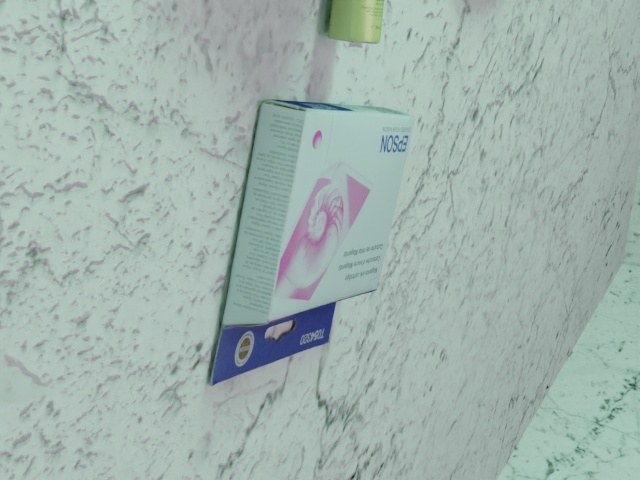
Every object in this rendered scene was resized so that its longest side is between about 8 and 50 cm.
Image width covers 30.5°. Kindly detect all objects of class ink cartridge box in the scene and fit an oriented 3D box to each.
[{"bbox_3d":[0.000,0.000,1.411,0.324,0.071,0.330,-12,114,-64],"label":"ink cartridge box"}]

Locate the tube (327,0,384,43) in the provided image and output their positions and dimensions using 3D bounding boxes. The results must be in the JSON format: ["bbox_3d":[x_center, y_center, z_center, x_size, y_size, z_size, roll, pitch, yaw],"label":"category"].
[{"bbox_3d":[0.050,-0.343,1.317,0.070,0.062,0.240,-139,-127,-71],"label":"tube"}]
